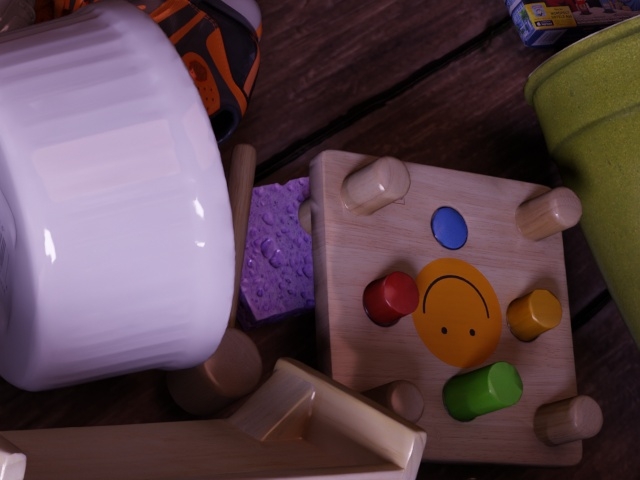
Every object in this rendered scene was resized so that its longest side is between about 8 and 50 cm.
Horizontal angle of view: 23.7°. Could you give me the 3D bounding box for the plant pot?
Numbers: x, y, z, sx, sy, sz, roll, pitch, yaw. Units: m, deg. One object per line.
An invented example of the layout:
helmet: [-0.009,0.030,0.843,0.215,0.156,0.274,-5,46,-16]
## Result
plant pot: [0.405,-0.014,1.407,0.366,0.366,0.353,-5,78,-33]

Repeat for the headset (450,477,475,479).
headset: [0.227,0.351,1.229,0.394,0.185,0.243,51,53,-16]

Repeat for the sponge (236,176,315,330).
sponge: [0.000,0.000,1.332,0.210,0.031,0.117,-14,72,-35]

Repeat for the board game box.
board game box: [0.249,-0.297,1.631,0.194,0.060,0.194,-9,67,-34]

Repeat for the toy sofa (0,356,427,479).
toy sofa: [-0.112,0.181,0.975,0.362,0.150,0.177,5,103,-46]

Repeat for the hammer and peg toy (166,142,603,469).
hammer and peg toy: [0.062,0.048,1.245,0.361,0.127,0.266,9,70,-30]

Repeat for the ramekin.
ramekin: [-0.184,-0.026,1.091,0.135,0.277,0.277,-15,72,-27]

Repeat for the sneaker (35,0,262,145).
sneaker: [-0.194,-0.174,1.256,0.321,0.124,0.180,20,54,-20]

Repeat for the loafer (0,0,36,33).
loafer: [-0.372,-0.216,1.162,0.319,0.112,0.111,20,66,-9]
